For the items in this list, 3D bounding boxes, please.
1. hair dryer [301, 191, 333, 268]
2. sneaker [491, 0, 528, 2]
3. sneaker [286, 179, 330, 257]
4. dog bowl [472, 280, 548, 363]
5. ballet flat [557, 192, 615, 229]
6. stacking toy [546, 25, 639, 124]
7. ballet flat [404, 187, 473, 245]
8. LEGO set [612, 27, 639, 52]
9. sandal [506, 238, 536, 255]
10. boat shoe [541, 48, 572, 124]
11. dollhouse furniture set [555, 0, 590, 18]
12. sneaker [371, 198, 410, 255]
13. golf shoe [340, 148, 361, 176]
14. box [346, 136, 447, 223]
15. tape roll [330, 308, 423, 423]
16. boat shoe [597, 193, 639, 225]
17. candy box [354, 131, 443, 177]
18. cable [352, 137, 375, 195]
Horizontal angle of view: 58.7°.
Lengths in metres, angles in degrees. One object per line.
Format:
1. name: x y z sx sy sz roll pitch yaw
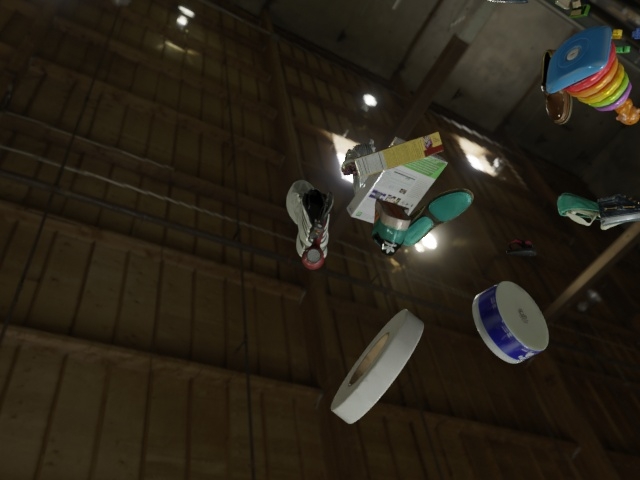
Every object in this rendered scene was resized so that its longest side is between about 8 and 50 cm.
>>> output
1. hair dryer: 0.000 0.000 1.959 0.080 0.294 0.224 22 -139 3
2. sneaker: 0.419 -0.682 1.480 0.322 0.130 0.236 -9 -164 -22
3. sneaker: -0.029 -0.154 2.353 0.169 0.258 0.448 1 -134 -15
4. dog bowl: 0.646 0.274 1.932 0.264 0.104 0.265 24 -135 -27
5. ballet flat: 0.870 -0.080 1.788 0.247 0.087 0.083 14 166 15
6. stacking toy: 0.766 -0.410 1.529 0.301 0.175 0.166 32 -119 -23
7. ballet flat: 0.442 -0.110 2.225 0.123 0.348 0.123 34 -147 -26
8. LEGO set: 1.073 -0.708 2.020 0.227 0.087 0.093 7 -169 26
9. sandal: 0.496 0.018 1.413 0.067 0.040 0.179 5 180 14
10. boat shoe: 0.964 -0.637 2.363 0.104 0.110 0.308 0 -97 -39
11. dollhouse furniture set: 0.768 -0.747 1.771 0.151 0.076 0.058 14 -174 -30
12. sneaker: 0.195 -0.042 1.656 0.108 0.121 0.302 17 -165 2
13. golf shoe: 0.097 -0.256 1.855 0.086 0.067 0.186 64 -164 2
14. box: 0.271 -0.193 2.026 0.232 0.322 0.058 16 -148 -35
15. tape roll: 0.173 0.383 1.751 0.072 0.392 0.392 37 -149 4
16. boat shoe: 0.913 -0.100 1.672 0.065 0.183 0.083 65 -164 -78
17. candy box: 0.188 -0.206 1.374 0.109 0.186 0.053 -26 -79 -51
18. cable: 0.194 -0.310 2.579 0.089 0.257 0.257 -3 -98 -3
